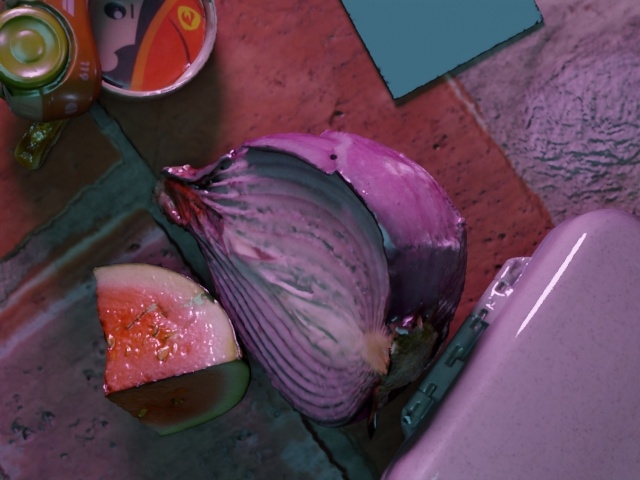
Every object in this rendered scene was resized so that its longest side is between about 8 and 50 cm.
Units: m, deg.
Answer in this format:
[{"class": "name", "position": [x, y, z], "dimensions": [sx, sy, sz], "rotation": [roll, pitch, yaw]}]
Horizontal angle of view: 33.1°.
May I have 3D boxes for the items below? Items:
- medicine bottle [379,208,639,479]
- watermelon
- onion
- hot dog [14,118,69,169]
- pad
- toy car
[{"class": "medicine bottle", "position": [0.239, 0.169, 0.981], "dimensions": [0.282, 0.123, 0.375], "rotation": [38, 75, -4]}, {"class": "watermelon", "position": [-0.155, 0.096, 1.066], "dimensions": [0.193, 0.137, 0.145], "rotation": [-45, 48, 43]}, {"class": "onion", "position": [0.000, 0.000, 1.028], "dimensions": [0.349, 0.159, 0.267], "rotation": [39, 128, 33]}, {"class": "hot dog", "position": [-0.281, -0.112, 1.091], "dimensions": [0.030, 0.034, 0.090], "rotation": [34, 100, 1]}, {"class": "pad", "position": [0.086, -0.282, 1.050], "dimensions": [0.170, 0.006, 0.245], "rotation": [-28, 94, 7]}, {"class": "toy car", "position": [-0.208, -0.223, 1.030], "dimensions": [0.235, 0.145, 0.235], "rotation": [0, 90, -17]}]
